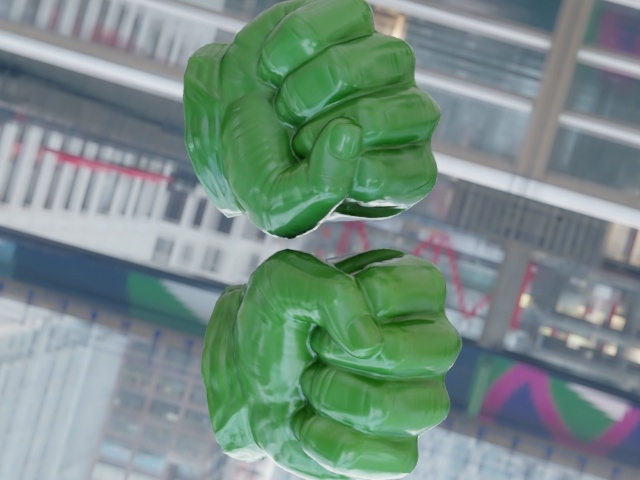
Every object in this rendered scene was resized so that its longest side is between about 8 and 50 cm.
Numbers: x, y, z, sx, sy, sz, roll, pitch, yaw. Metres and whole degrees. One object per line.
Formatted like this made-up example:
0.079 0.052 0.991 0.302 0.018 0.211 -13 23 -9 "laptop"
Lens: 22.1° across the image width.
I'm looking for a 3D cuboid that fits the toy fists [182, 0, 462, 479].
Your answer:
0.000 0.000 0.932 0.142 0.279 0.096 -7 175 32 "toy fists"
